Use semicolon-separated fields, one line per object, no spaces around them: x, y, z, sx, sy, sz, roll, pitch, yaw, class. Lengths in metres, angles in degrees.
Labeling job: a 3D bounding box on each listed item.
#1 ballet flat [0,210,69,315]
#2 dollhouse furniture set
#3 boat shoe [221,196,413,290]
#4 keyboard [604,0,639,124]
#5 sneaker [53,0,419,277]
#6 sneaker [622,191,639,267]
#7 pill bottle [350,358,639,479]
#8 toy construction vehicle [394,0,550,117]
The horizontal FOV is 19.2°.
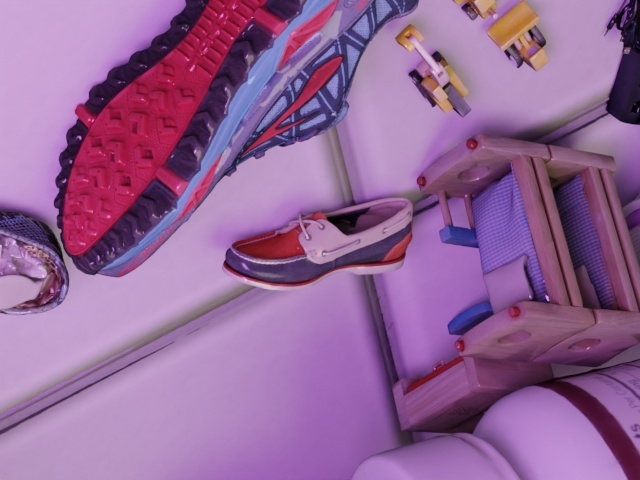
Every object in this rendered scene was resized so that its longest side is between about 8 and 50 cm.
-0.217;0.007;1.029;0.188;0.070;0.070;6;121;-37;ballet flat
0.104;0.034;1.255;0.129;0.129;0.184;8;149;-38;dollhouse furniture set
0.000;0.000;1.183;0.137;0.049;0.043;-8;125;-33;boat shoe
0.236;-0.151;1.227;0.100;0.038;0.192;-9;128;-28;keyboard
-0.038;-0.073;1.058;0.262;0.104;0.125;-50;138;11;sneaker
0.296;-0.046;1.298;0.152;0.114;0.305;-30;151;-42;sneaker
0.230;0.186;1.221;0.392;0.224;0.224;-12;130;-20;pill bottle
0.096;-0.119;1.159;0.086;0.035;0.098;-39;137;-1;toy construction vehicle
